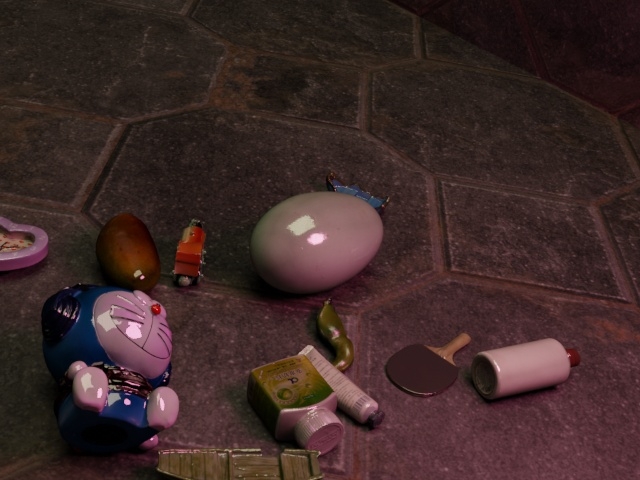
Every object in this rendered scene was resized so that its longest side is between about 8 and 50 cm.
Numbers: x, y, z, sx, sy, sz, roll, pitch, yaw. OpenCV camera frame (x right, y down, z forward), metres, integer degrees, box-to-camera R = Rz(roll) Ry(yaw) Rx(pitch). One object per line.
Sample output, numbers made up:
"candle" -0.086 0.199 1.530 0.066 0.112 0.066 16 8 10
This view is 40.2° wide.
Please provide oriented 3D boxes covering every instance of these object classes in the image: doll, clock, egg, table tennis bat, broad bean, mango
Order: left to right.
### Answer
"clock" -0.710 0.021 1.925 0.198 0.064 0.172 15 34 6
"doll" -0.385 0.220 1.589 0.284 0.240 0.310 38 32 -40
"mango" -0.430 0.033 1.948 0.133 0.111 0.267 11 29 -30
"egg" 0.000 0.000 2.018 0.371 0.230 0.230 -15 41 -42
"broad bean" 0.029 0.205 1.887 0.070 0.048 0.214 2 38 -12
"table tennis bat" 0.245 0.260 1.896 0.138 0.022 0.246 33 41 29

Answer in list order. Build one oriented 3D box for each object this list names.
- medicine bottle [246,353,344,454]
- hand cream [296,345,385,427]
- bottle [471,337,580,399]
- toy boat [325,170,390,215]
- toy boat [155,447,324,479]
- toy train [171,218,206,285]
"medicine bottle" -0.041 0.316 1.667 0.132 0.088 0.188 -13 40 -31
"hand cream" 0.031 0.296 1.756 0.234 0.050 0.080 34 64 33
"bottle" 0.449 0.269 1.869 0.245 0.104 0.104 -7 38 -25
"toy boat" 0.098 -0.127 2.370 0.185 0.077 0.075 22 36 16
"toy boat" -0.143 0.404 1.537 0.293 0.055 0.093 4 35 -11
"toy train" -0.295 0.024 1.997 0.074 0.118 0.176 11 35 -6
